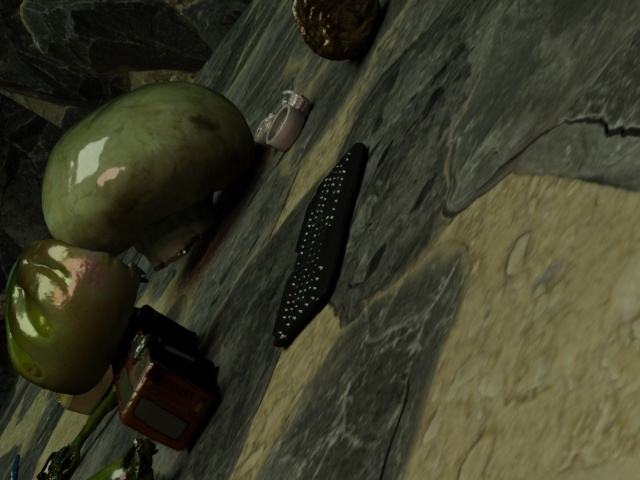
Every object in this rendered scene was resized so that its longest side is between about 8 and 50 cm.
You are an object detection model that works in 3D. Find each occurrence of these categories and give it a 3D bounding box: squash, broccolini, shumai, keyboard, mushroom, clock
[{"bbox_3d":[-0.246,0.294,1.507,0.318,0.071,0.080,136,138,-60],"label":"squash"},{"bbox_3d":[-0.349,0.297,2.021,0.254,0.071,0.058,-47,-25,23],"label":"broccolini"},{"bbox_3d":[0.013,-0.286,1.753,0.139,0.123,0.105,-97,26,-49],"label":"shumai"},{"bbox_3d":[0.000,0.000,1.358,0.106,0.016,0.262,-50,15,37],"label":"keyboard"},{"bbox_3d":[-0.259,-0.100,2.043,0.352,0.260,0.352,-32,8,5],"label":"mushroom"},{"bbox_3d":[-0.055,-0.167,1.903,0.087,0.041,0.129,-65,18,-8],"label":"clock"}]

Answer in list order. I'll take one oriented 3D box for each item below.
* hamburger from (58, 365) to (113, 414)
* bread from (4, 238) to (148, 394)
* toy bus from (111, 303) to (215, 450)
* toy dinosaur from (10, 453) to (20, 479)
[{"bbox_3d":[-0.380,0.215,2.183,0.141,0.081,0.126,-51,15,37],"label":"hamburger"},{"bbox_3d":[-0.313,0.098,1.634,0.156,0.158,0.260,-88,21,-52],"label":"bread"},{"bbox_3d":[-0.193,0.149,1.593,0.092,0.093,0.409,-61,11,0],"label":"toy bus"},{"bbox_3d":[-0.302,0.354,1.458,0.329,0.076,0.144,22,87,56],"label":"toy dinosaur"}]
